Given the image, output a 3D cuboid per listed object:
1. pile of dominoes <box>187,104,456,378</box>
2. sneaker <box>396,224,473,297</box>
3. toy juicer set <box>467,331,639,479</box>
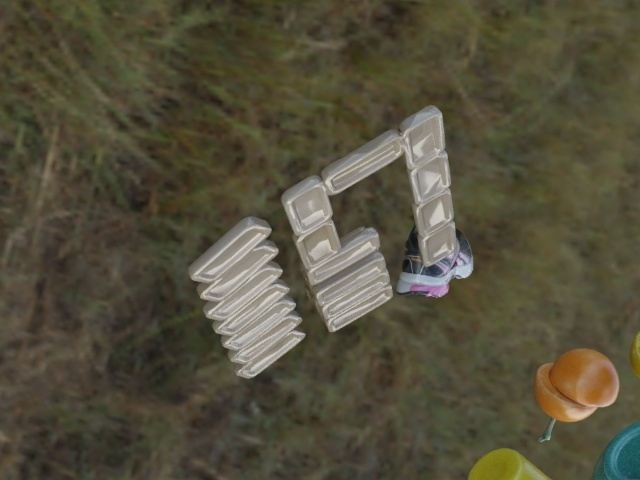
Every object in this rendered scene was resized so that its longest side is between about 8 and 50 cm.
[{"bbox_3d":[0.000,0.000,1.070,0.196,0.040,0.251,-30,156,-6],"label":"pile of dominoes"},{"bbox_3d":[0.133,0.005,1.685,0.178,0.072,0.077,-50,146,-71],"label":"sneaker"},{"bbox_3d":[0.288,0.164,1.198,0.089,0.329,0.209,50,57,-30],"label":"toy juicer set"}]
